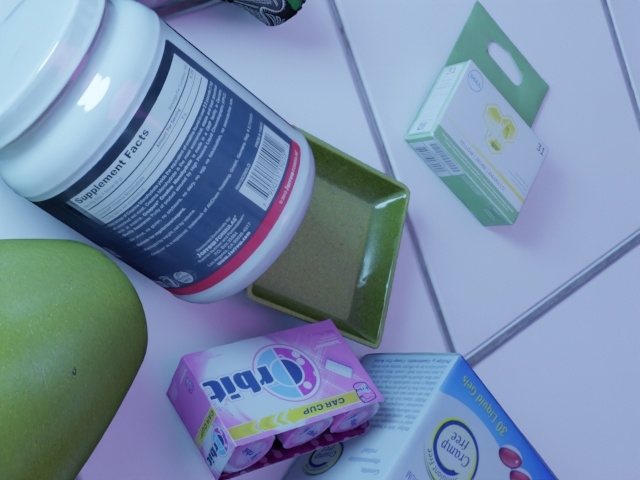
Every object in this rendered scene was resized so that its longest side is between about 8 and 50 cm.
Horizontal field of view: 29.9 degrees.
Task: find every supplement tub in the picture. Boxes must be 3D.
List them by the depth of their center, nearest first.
[{"bbox_3d":[-0.155,-0.084,1.038,0.272,0.191,0.191,37,63,-32],"label":"supplement tub"}]

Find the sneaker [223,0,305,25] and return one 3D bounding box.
[{"bbox_3d":[-0.152,-0.285,1.130,0.343,0.134,0.146,24,107,-44],"label":"sneaker"}]

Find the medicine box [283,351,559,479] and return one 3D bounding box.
[{"bbox_3d":[0.097,0.308,1.246,0.263,0.149,0.289,52,55,-25],"label":"medicine box"}]

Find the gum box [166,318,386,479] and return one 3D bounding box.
[{"bbox_3d":[-0.038,0.149,1.158,0.188,0.062,0.107,-12,53,-36],"label":"gum box"}]

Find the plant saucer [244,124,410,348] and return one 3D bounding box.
[{"bbox_3d":[0.000,0.000,1.261,0.188,0.045,0.188,25,70,-37],"label":"plant saucer"}]

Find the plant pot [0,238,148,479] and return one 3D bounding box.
[{"bbox_3d":[-0.270,0.109,0.899,0.293,0.275,0.275,-36,109,-54],"label":"plant pot"}]

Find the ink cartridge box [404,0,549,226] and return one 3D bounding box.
[{"bbox_3d":[0.212,-0.159,1.458,0.171,0.056,0.235,44,61,-28],"label":"ink cartridge box"}]
